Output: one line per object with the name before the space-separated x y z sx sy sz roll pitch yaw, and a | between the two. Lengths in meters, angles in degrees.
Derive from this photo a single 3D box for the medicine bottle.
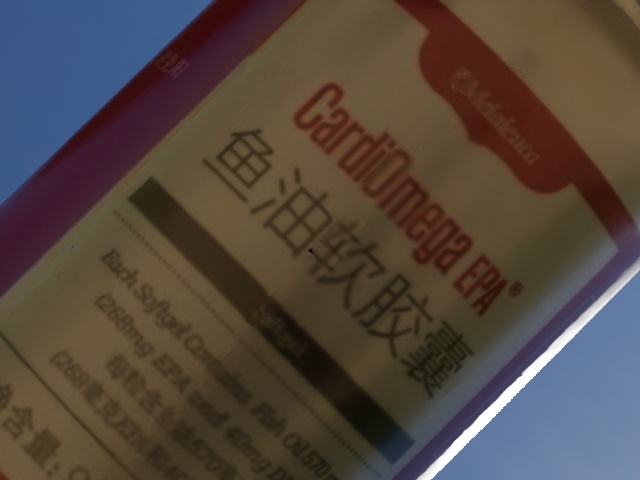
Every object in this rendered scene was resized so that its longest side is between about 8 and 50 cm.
medicine bottle | 0.000 0.000 0.452 0.250 0.131 0.131 -44 -85 -3
